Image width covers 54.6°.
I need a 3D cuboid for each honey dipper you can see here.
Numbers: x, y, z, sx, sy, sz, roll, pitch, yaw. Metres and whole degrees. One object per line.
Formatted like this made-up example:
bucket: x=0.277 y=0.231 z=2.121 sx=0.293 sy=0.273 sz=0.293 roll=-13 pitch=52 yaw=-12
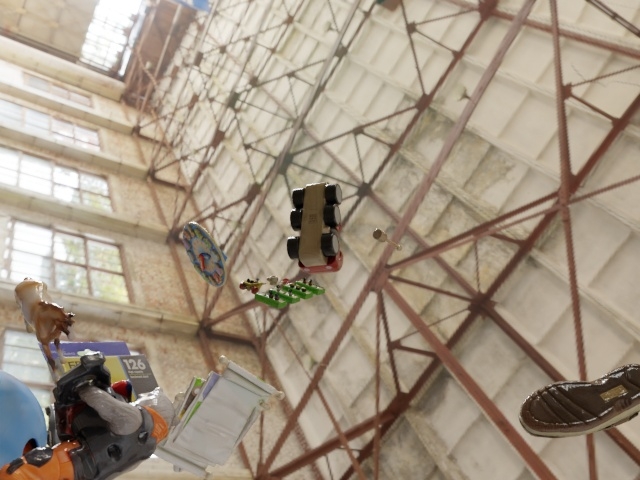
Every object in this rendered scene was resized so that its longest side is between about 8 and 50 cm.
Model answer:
honey dipper: x=0.192 y=0.003 z=1.743 sx=0.030 sy=0.160 sz=0.031 roll=-9 pitch=-109 yaw=27

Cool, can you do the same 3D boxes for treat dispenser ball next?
treat dispenser ball: x=-0.639 y=0.365 z=1.093 sx=0.288 sy=0.288 sz=0.288 roll=-32 pitch=-131 yaw=48

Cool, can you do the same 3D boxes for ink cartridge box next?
ink cartridge box: x=-0.592 y=0.393 z=1.728 sx=0.072 sy=0.303 sz=0.307 roll=-42 pitch=-116 yaw=21

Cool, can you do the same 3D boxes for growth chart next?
growth chart: x=-0.205 y=0.334 z=1.166 sx=0.237 sy=0.172 sz=0.021 roll=-50 pitch=-166 yaw=-3

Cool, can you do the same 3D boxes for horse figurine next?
horse figurine: x=-0.526 y=0.144 z=1.174 sx=0.263 sy=0.066 sz=0.175 roll=41 pitch=-43 yaw=41

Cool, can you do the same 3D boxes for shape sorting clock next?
shape sorting clock: x=-0.336 y=0.043 z=1.781 sx=0.206 sy=0.040 sz=0.206 roll=30 pitch=-42 yaw=31

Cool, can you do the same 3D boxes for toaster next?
toaster: x=-0.720 y=0.550 z=1.808 sx=0.227 sy=0.146 sz=0.129 roll=4 pitch=-85 yaw=63

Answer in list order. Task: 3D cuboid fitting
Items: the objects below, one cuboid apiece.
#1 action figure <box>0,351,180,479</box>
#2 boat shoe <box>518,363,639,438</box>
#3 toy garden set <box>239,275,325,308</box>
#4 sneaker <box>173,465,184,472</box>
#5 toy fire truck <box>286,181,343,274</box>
action figure: x=-0.351 y=0.352 z=0.927 sx=0.178 sy=0.330 sz=0.341 roll=36 pitch=-39 yaw=23
boat shoe: x=0.446 y=0.289 z=1.037 sx=0.095 sy=0.257 sz=0.095 roll=-113 pitch=-162 yaw=-45
toy garden set: x=-0.136 y=0.155 z=2.129 sx=0.203 sy=0.244 sz=0.049 roll=17 pitch=-71 yaw=35
sneaker: x=-0.354 y=0.626 z=1.908 sx=0.102 sy=0.161 sz=0.282 roll=-93 pitch=-155 yaw=-58
toy fire truck: x=0.000 y=0.000 z=1.593 sx=0.158 sy=0.246 sz=0.217 roll=-7 pitch=-121 yaw=19
